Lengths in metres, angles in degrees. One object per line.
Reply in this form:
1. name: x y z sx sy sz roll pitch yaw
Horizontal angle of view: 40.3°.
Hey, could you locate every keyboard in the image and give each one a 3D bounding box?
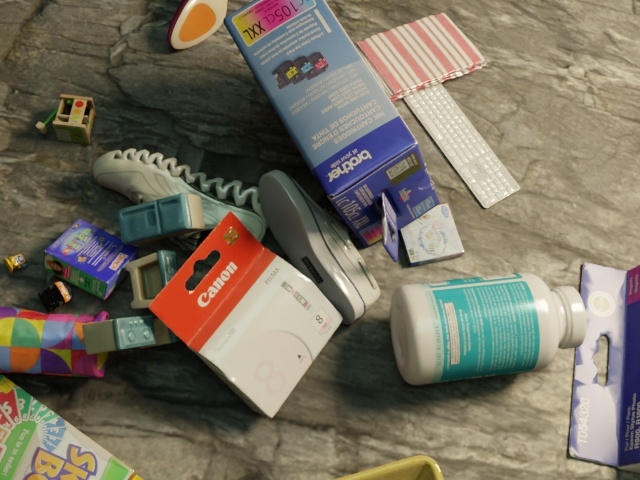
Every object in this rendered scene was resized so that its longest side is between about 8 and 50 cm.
1. keyboard: 0.234 -0.169 1.474 0.072 0.014 0.256 -27 70 -17

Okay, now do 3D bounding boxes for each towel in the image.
1. towel: 0.173 -0.324 1.530 0.197 0.029 0.144 -22 60 -15

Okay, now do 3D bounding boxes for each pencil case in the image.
1. pencil case: -0.415 0.139 1.223 0.236 0.104 0.104 6 64 -2

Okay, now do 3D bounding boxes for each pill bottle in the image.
1. pill bottle: 0.242 0.124 1.262 0.264 0.146 0.146 -5 65 -7

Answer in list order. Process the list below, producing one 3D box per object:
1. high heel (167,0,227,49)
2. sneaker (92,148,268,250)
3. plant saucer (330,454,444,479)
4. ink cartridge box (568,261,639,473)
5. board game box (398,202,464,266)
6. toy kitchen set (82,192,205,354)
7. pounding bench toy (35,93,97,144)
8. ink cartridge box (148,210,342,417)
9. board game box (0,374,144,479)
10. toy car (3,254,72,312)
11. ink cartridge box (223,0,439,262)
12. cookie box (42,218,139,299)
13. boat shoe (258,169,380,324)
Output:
1. high heel: -0.216 -0.440 1.543 0.117 0.082 0.244 21 76 40
2. sneaker: -0.219 -0.054 1.334 0.292 0.110 0.118 18 73 4
3. plant saucer: 0.038 0.480 1.111 0.333 0.081 0.332 -13 67 -10
4. ink cartridge box: 0.552 0.197 1.300 0.330 0.071 0.324 12 65 -1
5. board game box: 0.172 -0.009 1.388 0.090 0.020 0.090 -11 66 -9
6. toy kitchen set: -0.244 0.043 1.206 0.122 0.166 0.207 -13 83 23
7. pounding bench toy: -0.411 -0.201 1.408 0.083 0.052 0.065 6 64 -2
8. ink cartridge box: -0.096 0.104 1.222 0.189 0.066 0.232 -52 122 -23
9. board game box: -0.374 0.305 1.184 0.259 0.039 0.124 34 67 8
10. toy car: -0.410 0.052 1.289 0.122 0.060 0.040 47 39 9
11. ink cartridge box: 0.039 -0.162 1.299 0.151 0.270 0.395 -33 69 4
12. cookie box: -0.341 0.027 1.297 0.107 0.040 0.092 26 42 7
13. boat shoe: 0.000 0.000 1.308 0.084 0.095 0.258 -37 103 -35
